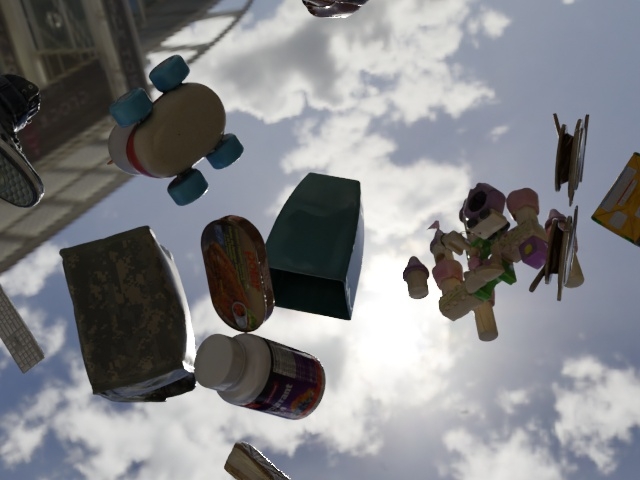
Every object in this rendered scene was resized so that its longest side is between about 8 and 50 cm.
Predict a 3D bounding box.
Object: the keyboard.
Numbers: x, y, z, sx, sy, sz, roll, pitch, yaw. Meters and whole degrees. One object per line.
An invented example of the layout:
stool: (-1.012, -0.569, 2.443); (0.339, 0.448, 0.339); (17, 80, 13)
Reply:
keyboard: (-0.681, 0.162, 2.023); (0.072, 0.256, 0.014); (-36, 174, 15)

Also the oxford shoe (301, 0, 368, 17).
oxford shoe: (-0.005, -0.415, 1.612); (0.212, 0.076, 0.076); (1, -124, -46)

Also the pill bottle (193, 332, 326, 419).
pill bottle: (-0.091, 0.198, 1.398); (0.108, 0.193, 0.108); (-19, -120, 36)

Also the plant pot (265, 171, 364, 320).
plant pot: (0.000, 0.000, 1.779); (0.166, 0.165, 0.234); (10, -119, 12)

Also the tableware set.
tableware set: (0.261, -0.039, 1.039); (0.039, 0.194, 0.128); (8, -163, 18)

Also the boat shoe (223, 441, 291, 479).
boat shoe: (-0.084, 0.389, 1.471); (0.170, 0.059, 0.063); (40, -170, 26)

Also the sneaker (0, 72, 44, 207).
sneaker: (-0.442, -0.154, 1.365); (0.226, 0.086, 0.163); (42, -141, 9)

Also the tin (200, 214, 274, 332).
tin: (-0.126, 0.051, 1.462); (0.106, 0.189, 0.040); (7, -156, 35)

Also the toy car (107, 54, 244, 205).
toy car: (-0.311, -0.196, 1.766); (0.238, 0.219, 0.210); (-3, -142, 48)

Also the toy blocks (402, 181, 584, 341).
toy blocks: (0.316, -0.011, 1.872); (0.288, 0.309, 0.260); (-38, -142, 33)

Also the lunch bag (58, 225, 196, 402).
lunch bag: (-0.288, 0.132, 1.507); (0.169, 0.235, 0.287); (-16, 165, -1)

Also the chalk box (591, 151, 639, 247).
chalk box: (0.572, -0.026, 1.503); (0.213, 0.132, 0.132); (27, -170, -25)
